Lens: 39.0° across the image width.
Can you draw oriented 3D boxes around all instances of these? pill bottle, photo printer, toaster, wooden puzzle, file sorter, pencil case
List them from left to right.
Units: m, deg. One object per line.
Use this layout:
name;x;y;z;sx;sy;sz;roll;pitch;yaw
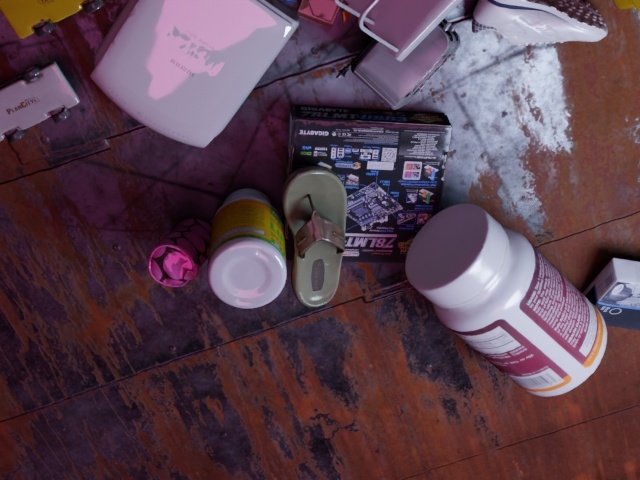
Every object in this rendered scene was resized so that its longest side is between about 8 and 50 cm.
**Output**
pencil case;-0.246;0.022;1.662;0.098;0.209;0.095;38;107;-4
photo printer;-0.224;-0.322;1.532;0.256;0.107;0.307;33;112;-19
pill bottle;-0.132;0.003;1.638;0.136;0.246;0.137;-2;119;-3
wooden puzzle;0.003;-0.409;1.554;0.116;0.014;0.079;25;110;-17
file sorter;0.075;-0.451;1.363;0.193;0.278;0.173;-44;158;19
toaster;0.141;-0.312;1.518;0.110;0.168;0.186;45;109;3
pill bottle;0.351;0.114;1.716;0.224;0.224;0.392;-40;123;17

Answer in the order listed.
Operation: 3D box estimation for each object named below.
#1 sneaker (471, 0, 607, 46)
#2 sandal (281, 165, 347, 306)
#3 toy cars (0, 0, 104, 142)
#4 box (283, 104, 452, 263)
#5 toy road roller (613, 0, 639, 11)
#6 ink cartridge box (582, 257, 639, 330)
sneaker;0.380;-0.380;1.565;0.234;0.090;0.095;14;130;-7
sandal;0.001;0.001;1.645;0.120;0.086;0.303;-12;122;-12
toy cars;-0.470;-0.330;1.528;0.176;0.087;0.394;21;119;-12
box;0.081;-0.098;1.696;0.295;0.073;0.294;2;120;-5
toy road roller;0.598;-0.500;1.469;0.329;0.240;0.203;-47;118;-21
ink cartridge box;0.712;0.124;1.834;0.332;0.065;0.165;7;144;-8
